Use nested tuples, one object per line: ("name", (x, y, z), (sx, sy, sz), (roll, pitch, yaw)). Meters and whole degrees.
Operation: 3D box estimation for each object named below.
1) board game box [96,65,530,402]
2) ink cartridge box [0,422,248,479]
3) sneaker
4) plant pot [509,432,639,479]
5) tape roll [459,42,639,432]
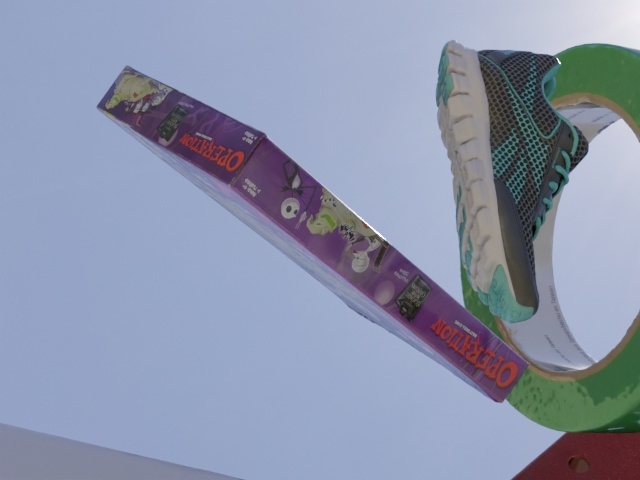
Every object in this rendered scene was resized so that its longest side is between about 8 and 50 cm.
("board game box", (0.000, 0.000, 0.917), (0.347, 0.056, 0.208), (39, -10, -39))
("ink cartridge box", (-0.170, 0.213, 0.455), (0.385, 0.279, 0.160), (12, -56, 5))
("sneaker", (0.108, -0.038, 0.626), (0.076, 0.166, 0.065), (-4, -23, -2))
("plant pot", (0.280, 0.329, 1.173), (0.267, 0.267, 0.235), (34, -42, 32))
("tape roll", (0.233, -0.001, 0.986), (0.321, 0.077, 0.321), (-176, -90, -65))
